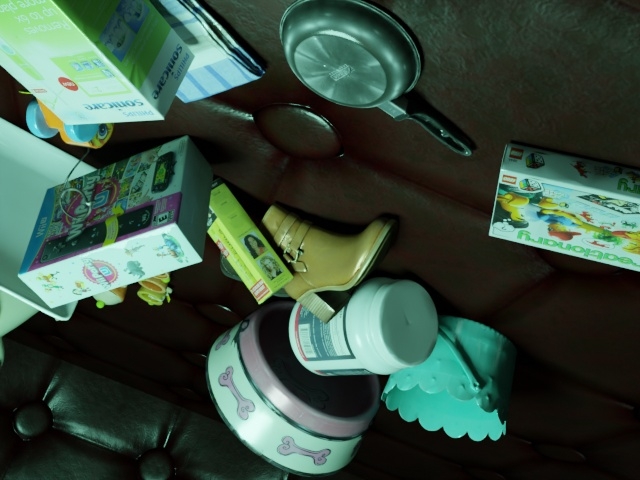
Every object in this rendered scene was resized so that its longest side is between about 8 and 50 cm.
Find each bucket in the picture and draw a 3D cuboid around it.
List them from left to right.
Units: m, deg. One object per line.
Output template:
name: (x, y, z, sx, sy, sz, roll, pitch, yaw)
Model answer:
bucket: (0.281, 0.292, 1.815, 0.281, 0.183, 0.281, 16, 154, 8)

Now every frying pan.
frying pan: (0.063, -0.204, 1.162, 0.197, 0.053, 0.326, 3, 146, 34)

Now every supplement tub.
supplement tub: (0.084, 0.176, 1.721, 0.191, 0.191, 0.272, 36, 151, -30)

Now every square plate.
square plate: (-0.570, -0.053, 1.577, 0.347, 0.344, 0.049, 29, 137, -18)

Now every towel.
towel: (-0.235, -0.300, 1.201, 0.209, 0.034, 0.285, -6, 144, 45)

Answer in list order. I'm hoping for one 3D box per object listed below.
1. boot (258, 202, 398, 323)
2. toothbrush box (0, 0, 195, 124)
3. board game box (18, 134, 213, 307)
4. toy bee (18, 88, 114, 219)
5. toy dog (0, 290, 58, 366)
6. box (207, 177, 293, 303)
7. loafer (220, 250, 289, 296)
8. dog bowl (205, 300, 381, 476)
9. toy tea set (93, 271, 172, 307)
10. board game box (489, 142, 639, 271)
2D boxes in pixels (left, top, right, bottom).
boot: (0.000, 0.000, 1.563, 0.220, 0.109, 0.283, 44, 136, 9)
toothbrush box: (-0.339, -0.287, 1.123, 0.206, 0.122, 0.283, 3, 152, 33)
board game box: (-0.345, -0.032, 1.462, 0.303, 0.224, 0.098, -18, 132, 17)
toy bee: (-0.405, -0.214, 1.399, 0.195, 0.162, 0.298, 26, 131, 7)
toy dog: (-0.884, 0.188, 2.205, 0.284, 0.408, 0.395, 5, 150, 30)
box: (-0.149, 0.001, 1.579, 0.232, 0.058, 0.087, 54, 151, 2)
loafer: (-0.121, 0.058, 1.767, 0.219, 0.080, 0.078, 10, 153, 21)
dog bowl: (-0.041, 0.305, 1.874, 0.407, 0.408, 0.150, 29, 119, -17)
toy tea set: (-0.457, 0.100, 2.046, 0.199, 0.124, 0.336, 23, 155, -6)
board game box: (0.405, -0.037, 1.224, 0.305, 0.053, 0.193, 14, 154, 13)
